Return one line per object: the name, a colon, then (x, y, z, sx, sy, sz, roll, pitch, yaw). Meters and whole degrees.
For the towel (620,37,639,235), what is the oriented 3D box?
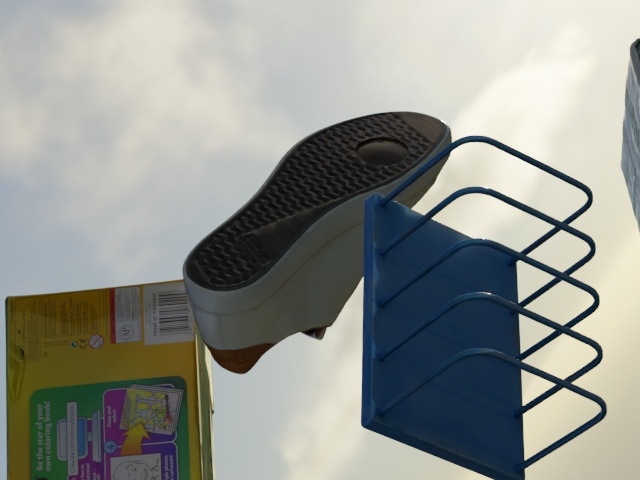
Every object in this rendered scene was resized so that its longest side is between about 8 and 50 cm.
towel: (0.251, -0.065, 1.502, 0.152, 0.023, 0.113, 82, 180, -54)

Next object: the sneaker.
sneaker: (0.000, 0.000, 1.612, 0.290, 0.106, 0.123, -38, -42, -32)

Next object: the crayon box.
crayon box: (-0.174, 0.178, 1.653, 0.081, 0.165, 0.278, 73, -168, -67)

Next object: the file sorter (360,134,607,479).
file sorter: (0.102, 0.039, 1.205, 0.104, 0.118, 0.170, -40, 37, 42)
